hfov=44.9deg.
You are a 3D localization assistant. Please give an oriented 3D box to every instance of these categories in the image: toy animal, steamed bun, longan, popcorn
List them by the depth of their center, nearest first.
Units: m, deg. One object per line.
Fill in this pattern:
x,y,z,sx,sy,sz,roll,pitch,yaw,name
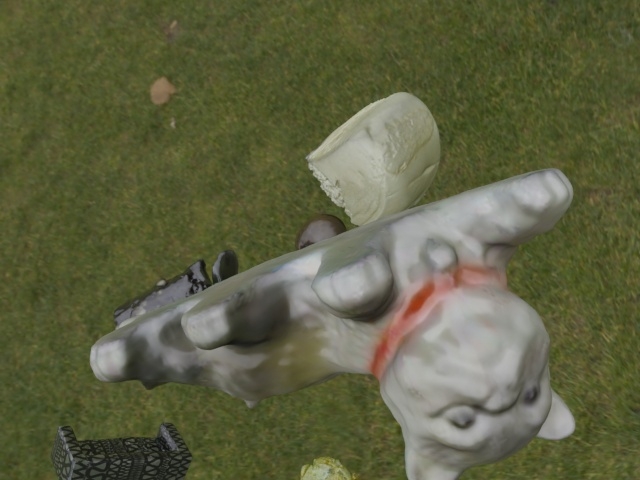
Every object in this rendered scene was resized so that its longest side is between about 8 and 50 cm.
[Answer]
0.011,0.087,0.555,0.307,0.266,0.188,-26,103,-12,toy animal
0.000,0.000,1.504,0.113,0.092,0.113,-26,30,16,longan
0.020,0.547,1.721,0.162,0.135,0.141,-12,106,-7,popcorn
0.159,-0.179,1.836,0.290,0.272,0.273,-49,15,-23,steamed bun

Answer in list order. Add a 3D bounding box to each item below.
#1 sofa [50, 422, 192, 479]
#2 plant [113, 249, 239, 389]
-0.187,0.203,0.729,0.060,0.118,0.039,37,112,50,sofa
-0.226,0.145,1.413,0.276,0.188,0.199,-25,93,-16,plant
